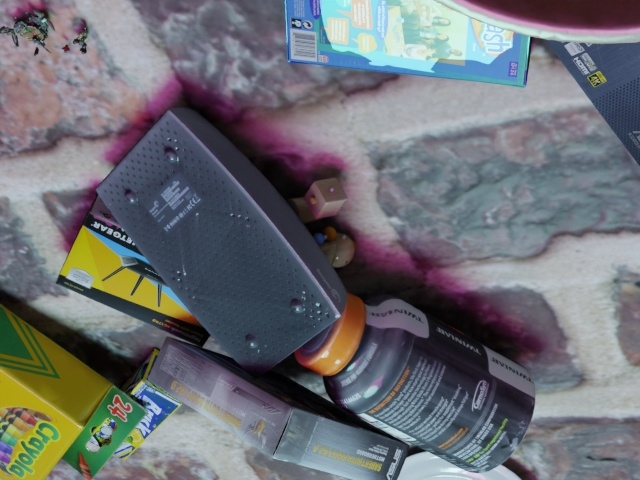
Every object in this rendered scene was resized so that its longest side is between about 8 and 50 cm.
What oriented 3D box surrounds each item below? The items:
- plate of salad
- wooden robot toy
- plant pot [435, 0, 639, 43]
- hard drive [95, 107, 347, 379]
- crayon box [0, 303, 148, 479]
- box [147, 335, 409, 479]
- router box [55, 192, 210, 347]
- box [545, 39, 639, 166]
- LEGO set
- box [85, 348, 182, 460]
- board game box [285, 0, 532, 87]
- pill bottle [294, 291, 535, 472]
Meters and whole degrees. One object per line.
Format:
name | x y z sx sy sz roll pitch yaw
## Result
plate of salad | 0.169 0.324 1.633 0.200 0.048 0.199 7 126 11
wooden robot toy | 0.000 0.000 1.353 0.079 0.076 0.173 -13 136 -33
plant pot | 0.171 -0.338 0.766 0.334 0.305 0.333 9 137 9
hard drive | -0.094 0.000 1.316 0.254 0.054 0.172 50 133 0
crayon box | -0.383 0.178 1.584 0.318 0.081 0.202 35 134 -4
box | -0.046 0.183 1.417 0.183 0.056 0.231 24 179 -43
router box | -0.180 0.032 1.439 0.179 0.046 0.133 25 136 -9
box | 0.279 -0.178 1.043 0.183 0.059 0.232 -28 128 23
LEGO set | -0.258 -0.197 1.252 0.083 0.023 0.054 17 141 -21
box | -0.220 0.201 1.618 0.059 0.054 0.169 31 136 -14
board game box | 0.075 -0.212 1.111 0.210 0.047 0.160 8 136 9
pill bottle | 0.093 0.138 1.383 0.246 0.130 0.130 29 136 -25
